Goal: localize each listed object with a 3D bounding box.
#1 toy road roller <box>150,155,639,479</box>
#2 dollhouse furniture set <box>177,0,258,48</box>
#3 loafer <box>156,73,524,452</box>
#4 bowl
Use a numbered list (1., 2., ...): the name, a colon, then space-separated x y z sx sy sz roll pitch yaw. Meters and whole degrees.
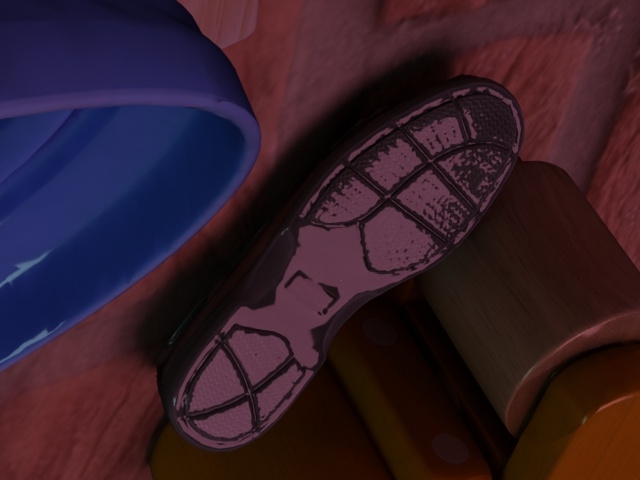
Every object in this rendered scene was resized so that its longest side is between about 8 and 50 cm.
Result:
1. toy road roller: 0.044 0.118 1.136 0.241 0.202 0.329 -6 137 -31
2. dollhouse furniture set: -0.199 -0.081 0.581 0.303 0.198 0.286 -27 147 -24
3. loafer: 0.000 0.000 1.067 0.267 0.084 0.096 -46 119 -1
4. bowl: -0.204 0.027 0.461 0.391 0.077 0.391 -26 173 -4
